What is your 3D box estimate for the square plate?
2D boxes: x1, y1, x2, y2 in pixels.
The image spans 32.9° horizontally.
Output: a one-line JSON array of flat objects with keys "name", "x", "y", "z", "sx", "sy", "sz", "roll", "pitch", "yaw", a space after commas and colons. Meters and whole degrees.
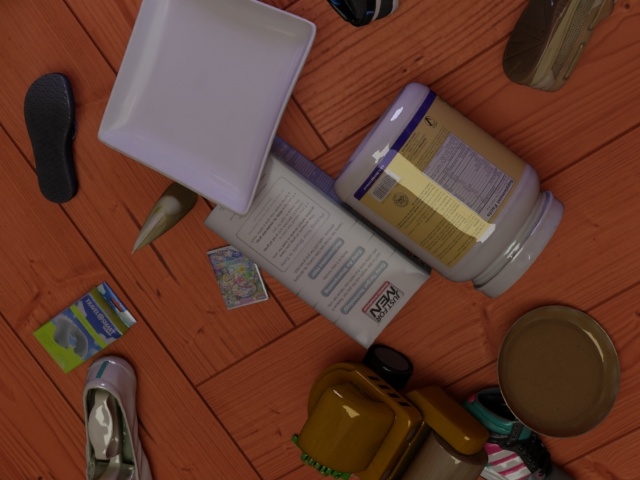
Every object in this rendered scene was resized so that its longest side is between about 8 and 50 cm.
[{"name": "square plate", "x": -0.197, "y": -0.266, "z": 1.875, "sx": 0.344, "sy": 0.049, "sz": 0.347, "roll": 28, "pitch": 105, "yaw": 23}]

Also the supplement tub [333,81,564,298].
[{"name": "supplement tub", "x": 0.215, "y": -0.081, "z": 1.820, "sx": 0.331, "sy": 0.241, "sz": 0.241, "roll": 36, "pitch": 110, "yaw": -4}]

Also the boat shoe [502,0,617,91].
[{"name": "boat shoe", "x": 0.417, "y": -0.404, "z": 1.760, "sx": 0.110, "sy": 0.122, "sz": 0.341, "roll": 11, "pitch": 118, "yaw": -34}]

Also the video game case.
[{"name": "video game case", "x": -0.156, "y": 0.065, "z": 2.053, "sx": 0.087, "sy": 0.011, "sz": 0.122, "roll": -15, "pitch": 105, "yaw": 14}]

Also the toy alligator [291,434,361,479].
[{"name": "toy alligator", "x": 0.022, "y": 0.443, "z": 2.124, "sx": 0.189, "sy": 0.051, "sz": 0.056, "roll": 33, "pitch": 111, "yaw": -2}]

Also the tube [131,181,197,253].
[{"name": "tube", "x": -0.273, "y": -0.049, "z": 1.914, "sx": 0.062, "sy": 0.240, "sz": 0.070, "roll": 0, "pitch": 109, "yaw": 7}]

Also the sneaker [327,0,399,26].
[{"name": "sneaker", "x": 0.049, "y": -0.459, "z": 1.780, "sx": 0.079, "sy": 0.121, "sz": 0.217, "roll": -4, "pitch": 113, "yaw": 52}]

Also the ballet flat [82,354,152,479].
[{"name": "ballet flat", "x": -0.416, "y": 0.427, "z": 2.153, "sx": 0.139, "sy": 0.139, "sz": 0.400, "roll": 0, "pitch": 108, "yaw": 10}]

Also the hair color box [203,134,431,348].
[{"name": "hair color box", "x": 0.000, "y": 0.000, "z": 1.952, "sx": 0.374, "sy": 0.113, "sz": 0.185, "roll": 38, "pitch": 110, "yaw": -3}]

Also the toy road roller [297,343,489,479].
[{"name": "toy road roller", "x": 0.111, "y": 0.355, "z": 1.942, "sx": 0.329, "sy": 0.240, "sz": 0.203, "roll": 39, "pitch": 113, "yaw": 27}]

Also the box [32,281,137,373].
[{"name": "box", "x": -0.461, "y": 0.172, "z": 2.124, "sx": 0.178, "sy": 0.042, "sz": 0.109, "roll": -34, "pitch": 100, "yaw": 19}]

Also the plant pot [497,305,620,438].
[{"name": "plant pot", "x": 0.423, "y": 0.235, "z": 1.944, "sx": 0.236, "sy": 0.032, "sz": 0.236, "roll": 2, "pitch": 79, "yaw": -11}]

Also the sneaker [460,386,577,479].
[{"name": "sneaker", "x": 0.379, "y": 0.367, "z": 2.007, "sx": 0.295, "sy": 0.124, "sz": 0.178, "roll": 26, "pitch": 120, "yaw": 2}]

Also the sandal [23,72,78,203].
[{"name": "sandal", "x": -0.493, "y": -0.194, "z": 2.011, "sx": 0.097, "sy": 0.054, "sz": 0.255, "roll": 13, "pitch": 119, "yaw": 13}]
